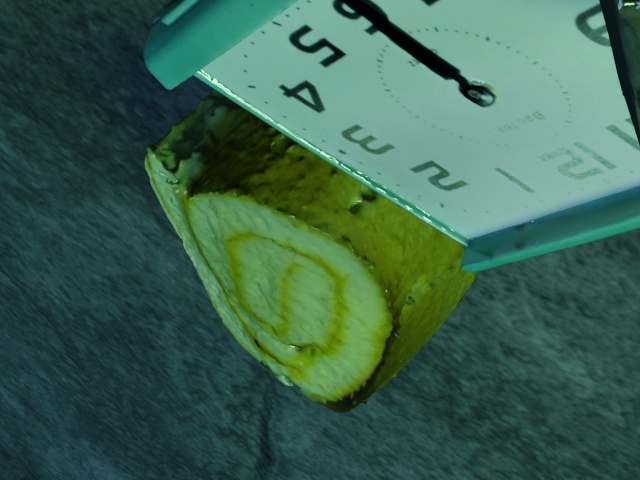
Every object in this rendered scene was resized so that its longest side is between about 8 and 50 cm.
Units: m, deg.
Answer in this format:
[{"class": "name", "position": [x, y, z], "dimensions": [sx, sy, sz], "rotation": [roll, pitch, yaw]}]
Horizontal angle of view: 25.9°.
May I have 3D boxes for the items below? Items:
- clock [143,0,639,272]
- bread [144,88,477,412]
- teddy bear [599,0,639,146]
[{"class": "clock", "position": [0.078, -0.101, 0.625], "dimensions": [0.231, 0.116, 0.262], "rotation": [31, 156, -21]}, {"class": "bread", "position": [0.000, 0.000, 0.867], "dimensions": [0.186, 0.124, 0.257], "rotation": [32, 153, 21]}, {"class": "teddy bear", "position": [0.174, -0.131, 0.400], "dimensions": [0.171, 0.251, 0.144], "rotation": [60, -169, 1]}]
